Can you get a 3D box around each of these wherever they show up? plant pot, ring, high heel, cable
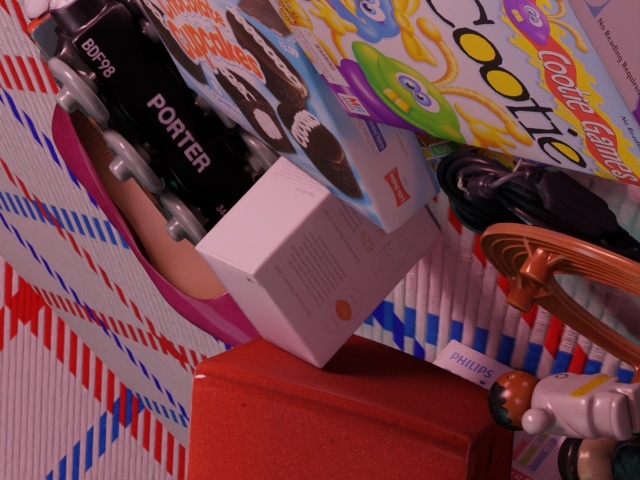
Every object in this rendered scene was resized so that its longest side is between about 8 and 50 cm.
[{"bbox_3d":[0.038,0.233,1.433,0.235,0.267,0.267,6,-172,20],"label":"plant pot"},{"bbox_3d":[0.258,0.086,1.145,0.336,0.032,0.336,30,173,4],"label":"ring"},{"bbox_3d":[-0.169,-0.015,1.801,0.377,0.127,0.181,43,174,7],"label":"high heel"},{"bbox_3d":[0.168,-0.004,1.160,0.184,0.047,0.150,30,167,-22],"label":"cable"}]

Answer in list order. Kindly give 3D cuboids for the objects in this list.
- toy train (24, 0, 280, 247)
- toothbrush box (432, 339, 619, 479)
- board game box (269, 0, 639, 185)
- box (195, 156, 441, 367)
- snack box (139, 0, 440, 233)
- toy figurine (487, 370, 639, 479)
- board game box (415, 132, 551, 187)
[{"bbox_3d":[-0.164,-0.123,1.545,0.334,0.142,0.190,52,170,-31],"label":"toy train"},{"bbox_3d":[0.220,0.258,1.638,0.206,0.122,0.283,26,155,42],"label":"toothbrush box"},{"bbox_3d":[0.106,-0.142,0.859,0.275,0.142,0.144,19,152,53],"label":"board game box"},{"bbox_3d":[0.000,0.000,1.401,0.091,0.170,0.130,23,154,49],"label":"box"},{"bbox_3d":[-0.047,-0.148,1.228,0.322,0.060,0.187,38,161,49],"label":"snack box"},{"bbox_3d":[0.201,0.214,1.267,0.148,0.213,0.209,1,153,45],"label":"toy figurine"},{"bbox_3d":[0.090,-0.104,1.177,0.136,0.035,0.201,46,163,-14],"label":"board game box"}]
